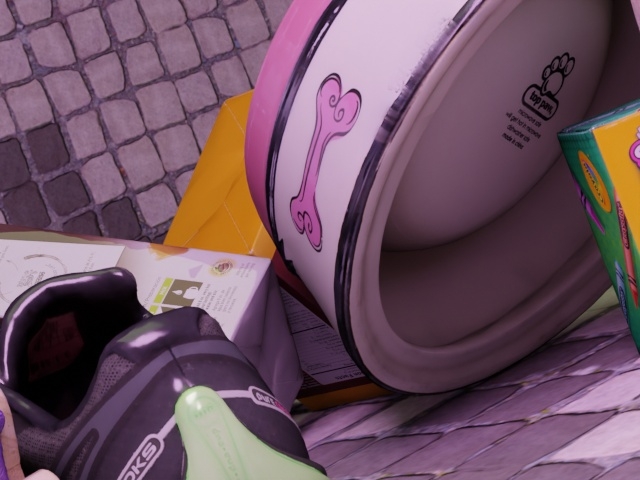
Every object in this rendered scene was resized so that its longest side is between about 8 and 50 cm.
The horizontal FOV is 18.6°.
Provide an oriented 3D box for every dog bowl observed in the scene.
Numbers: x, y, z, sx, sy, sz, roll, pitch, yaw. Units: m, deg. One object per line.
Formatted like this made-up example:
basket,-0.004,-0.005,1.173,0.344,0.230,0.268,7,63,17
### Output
dog bowl,0.119,-0.098,1.372,0.408,0.408,0.150,-25,50,-35

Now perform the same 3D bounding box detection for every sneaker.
sneaker,-0.137,0.115,1.266,0.185,0.202,0.483,-24,5,-28

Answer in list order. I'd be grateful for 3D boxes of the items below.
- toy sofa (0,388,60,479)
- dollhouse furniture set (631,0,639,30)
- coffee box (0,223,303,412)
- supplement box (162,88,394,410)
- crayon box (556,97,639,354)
toy sofa,-0.308,0.213,1.107,0.362,0.177,0.150,-17,7,35
dollhouse furniture set,0.283,-0.114,1.063,0.174,0.355,0.303,-27,8,-39
coffee box,-0.152,0.077,1.472,0.246,0.141,0.098,8,47,20
supplement box,0.000,0.000,1.565,0.129,0.194,0.191,-16,43,45
crayon box,0.317,-0.048,1.290,0.278,0.165,0.081,-22,5,-7
